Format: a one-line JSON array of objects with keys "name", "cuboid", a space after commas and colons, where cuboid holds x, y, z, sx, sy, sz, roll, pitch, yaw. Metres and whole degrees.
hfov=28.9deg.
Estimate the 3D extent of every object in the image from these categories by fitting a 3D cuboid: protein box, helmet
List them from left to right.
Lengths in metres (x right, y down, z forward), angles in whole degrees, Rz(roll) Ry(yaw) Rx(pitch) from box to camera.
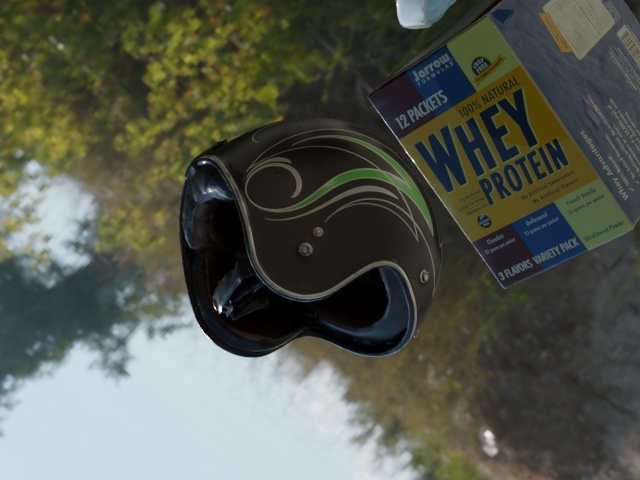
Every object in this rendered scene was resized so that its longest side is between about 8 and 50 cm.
[{"name": "helmet", "cuboid": [0.000, 0.000, 0.843, 0.161, 0.169, 0.169, -7, -151, -27]}, {"name": "protein box", "cuboid": [0.185, -0.109, 1.030, 0.200, 0.136, 0.201, 54, -137, -7]}]

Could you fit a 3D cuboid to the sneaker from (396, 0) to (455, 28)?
[{"name": "sneaker", "cuboid": [0.172, -0.334, 1.375, 0.150, 0.135, 0.366, 13, 162, 1]}]
